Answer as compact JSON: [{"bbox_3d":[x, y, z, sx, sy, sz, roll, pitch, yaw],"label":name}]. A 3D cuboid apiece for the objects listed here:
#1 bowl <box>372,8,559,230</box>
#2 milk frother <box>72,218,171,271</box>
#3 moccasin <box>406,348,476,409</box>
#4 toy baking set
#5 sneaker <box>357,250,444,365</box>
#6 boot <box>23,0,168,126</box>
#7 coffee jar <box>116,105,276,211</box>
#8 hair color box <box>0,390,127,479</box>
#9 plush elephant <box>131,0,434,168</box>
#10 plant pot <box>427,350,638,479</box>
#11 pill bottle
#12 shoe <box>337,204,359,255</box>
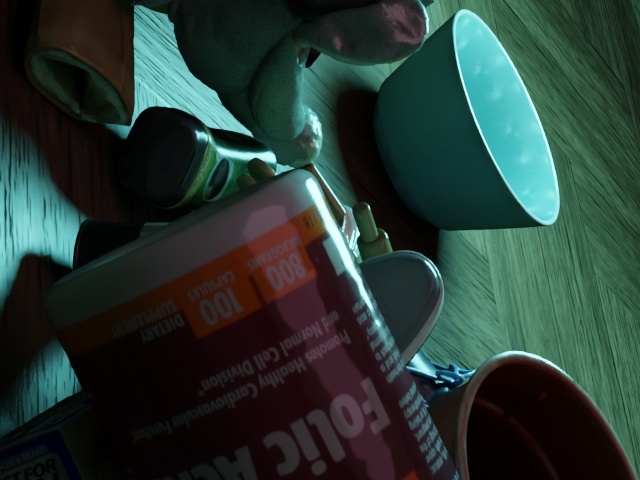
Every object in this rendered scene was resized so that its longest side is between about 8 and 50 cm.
[{"bbox_3d":[0.182,-0.137,2.527,0.311,0.163,0.311,48,29,-38],"label":"bowl"},{"bbox_3d":[-0.132,0.025,1.668,0.143,0.135,0.129,-72,159,-56],"label":"milk frother"},{"bbox_3d":[0.144,0.207,2.161,0.342,0.117,0.138,63,22,-10],"label":"moccasin"},{"bbox_3d":[0.009,0.011,1.815,0.030,0.197,0.256,-41,131,-22],"label":"toy baking set"},{"bbox_3d":[-0.018,0.076,1.582,0.124,0.295,0.178,50,-16,19],"label":"sneaker"},{"bbox_3d":[-0.198,-0.214,1.837,0.236,0.089,0.269,35,38,-39],"label":"boot"},{"bbox_3d":[-0.122,-0.072,1.845,0.184,0.079,0.096,18,98,-63],"label":"coffee jar"},{"bbox_3d":[-0.132,0.283,1.461,0.338,0.110,0.185,64,23,-3],"label":"hair color box"},{"bbox_3d":[-0.006,-0.247,1.859,0.330,0.255,0.271,21,60,-65],"label":"plush elephant"},{"bbox_3d":[0.104,0.267,1.624,0.272,0.265,0.272,31,45,-38],"label":"plant pot"},{"bbox_3d":[-0.024,0.165,1.382,0.392,0.224,0.224,64,22,-4],"label":"pill bottle"},{"bbox_3d":[0.000,0.000,2.099,0.081,0.064,0.178,59,27,-33],"label":"shoe"}]
